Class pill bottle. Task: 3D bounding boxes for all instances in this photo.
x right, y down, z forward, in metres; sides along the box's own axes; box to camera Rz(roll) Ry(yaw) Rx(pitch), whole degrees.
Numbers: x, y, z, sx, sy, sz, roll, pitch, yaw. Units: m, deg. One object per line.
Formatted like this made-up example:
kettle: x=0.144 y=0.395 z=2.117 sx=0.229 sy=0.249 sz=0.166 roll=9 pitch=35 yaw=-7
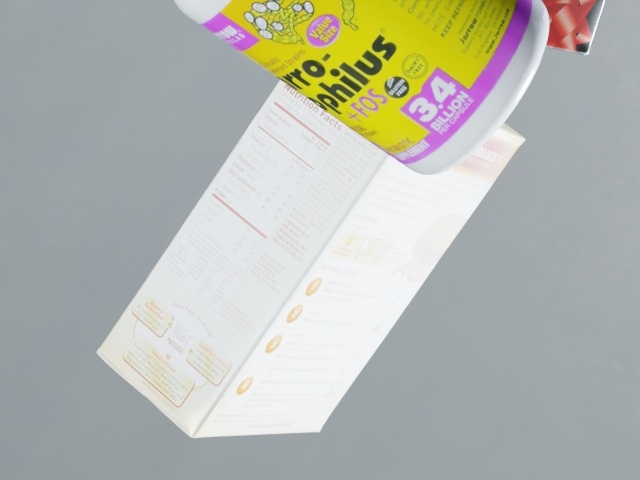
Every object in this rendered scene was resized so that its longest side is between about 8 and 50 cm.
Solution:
pill bottle: x=0.001 y=-0.051 z=0.337 sx=0.043 sy=0.083 sz=0.043 roll=-50 pitch=-162 yaw=22

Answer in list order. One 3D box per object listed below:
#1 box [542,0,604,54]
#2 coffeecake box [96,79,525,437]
box: x=0.037 y=-0.116 z=0.388 sx=0.094 sy=0.027 sz=0.137 roll=6 pitch=108 yaw=-28
coffeecake box: x=0.000 y=0.000 z=0.821 sx=0.185 sy=0.068 sz=0.142 roll=-55 pitch=158 yaw=10
